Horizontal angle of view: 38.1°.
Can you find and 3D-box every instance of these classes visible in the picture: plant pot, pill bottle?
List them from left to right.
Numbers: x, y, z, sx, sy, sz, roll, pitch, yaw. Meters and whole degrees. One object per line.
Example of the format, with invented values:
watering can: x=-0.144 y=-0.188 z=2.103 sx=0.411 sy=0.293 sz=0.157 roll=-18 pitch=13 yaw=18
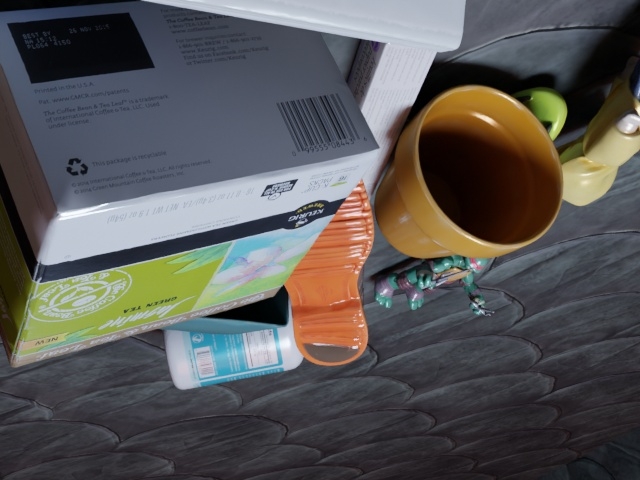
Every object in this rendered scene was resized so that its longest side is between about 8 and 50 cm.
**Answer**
plant pot: x=-0.180 y=0.051 z=1.304 sx=0.165 sy=0.165 sz=0.234 roll=9 pitch=162 yaw=-36
pill bottle: x=-0.123 y=0.155 z=1.541 sx=0.264 sy=0.146 sz=0.146 roll=-10 pitch=153 yaw=-5
plant pot: x=0.163 y=-0.062 z=1.160 sx=0.205 sy=0.205 sz=0.188 roll=1 pitch=163 yaw=-24

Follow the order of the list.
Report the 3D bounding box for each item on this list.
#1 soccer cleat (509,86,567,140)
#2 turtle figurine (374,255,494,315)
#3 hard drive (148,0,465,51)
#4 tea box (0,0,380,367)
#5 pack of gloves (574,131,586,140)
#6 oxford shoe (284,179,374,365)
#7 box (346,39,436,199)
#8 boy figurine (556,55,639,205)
soccer cleat: x=0.243 y=-0.116 z=1.275 sx=0.121 sy=0.093 sz=0.289 roll=-30 pitch=164 yaw=-42
turtle figurine: x=0.207 y=0.063 z=1.539 sx=0.175 sy=0.118 sz=0.234 roll=27 pitch=151 yaw=-31
hard drive: x=-0.015 y=-0.273 z=0.735 sx=0.308 sy=0.203 sz=0.040 roll=3 pitch=-177 yaw=-27
tea box: x=-0.174 y=-0.063 z=0.961 sx=0.329 sy=0.220 sz=0.323 roll=-14 pitch=158 yaw=-30
pack of gloves: x=0.340 y=-0.072 z=1.321 sx=0.232 sy=0.046 sz=0.195 roll=-38 pitch=161 yaw=14
oxford shoe: x=0.000 y=0.000 z=1.210 sx=0.130 sy=0.132 sz=0.363 roll=-1 pitch=132 yaw=-1
box: x=0.062 y=-0.155 z=1.122 sx=0.067 sy=0.063 sz=0.324 roll=-5 pitch=152 yaw=-14
boy figurine: x=0.368 y=-0.164 z=1.132 sx=0.092 sy=0.177 sz=0.285 roll=27 pitch=133 yaw=0
